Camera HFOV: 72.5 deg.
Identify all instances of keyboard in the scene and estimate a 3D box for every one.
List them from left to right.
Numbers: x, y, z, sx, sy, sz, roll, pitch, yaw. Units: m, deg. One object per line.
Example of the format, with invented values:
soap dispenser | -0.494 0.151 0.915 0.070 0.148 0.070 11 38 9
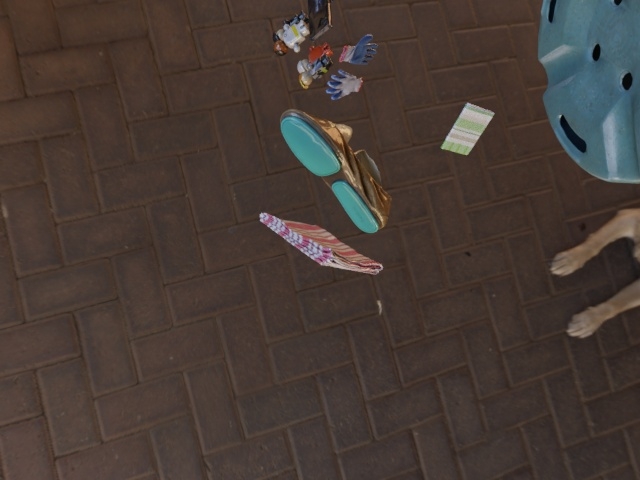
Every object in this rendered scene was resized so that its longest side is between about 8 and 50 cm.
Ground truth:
keyboard | 0.008 -0.613 1.122 0.023 0.108 0.180 8 72 -39

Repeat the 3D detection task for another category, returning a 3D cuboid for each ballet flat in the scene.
ballet flat | 0.052 -0.168 0.944 0.342 0.116 0.124 47 60 -25

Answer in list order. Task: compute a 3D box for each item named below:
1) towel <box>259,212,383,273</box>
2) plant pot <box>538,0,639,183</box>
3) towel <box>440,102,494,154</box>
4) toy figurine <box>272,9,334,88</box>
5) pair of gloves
towel | 0.000 0.000 0.763 0.144 0.197 0.029 14 104 -45
plant pot | 0.411 -0.198 0.375 0.334 0.341 0.341 -10 89 1
towel | 0.445 -0.338 1.333 0.113 0.023 0.152 8 128 -26
toy figurine | -0.065 -0.657 1.513 0.148 0.210 0.213 -30 126 23
pair of gloves | 0.094 -0.512 1.294 0.023 0.198 0.159 43 42 22
